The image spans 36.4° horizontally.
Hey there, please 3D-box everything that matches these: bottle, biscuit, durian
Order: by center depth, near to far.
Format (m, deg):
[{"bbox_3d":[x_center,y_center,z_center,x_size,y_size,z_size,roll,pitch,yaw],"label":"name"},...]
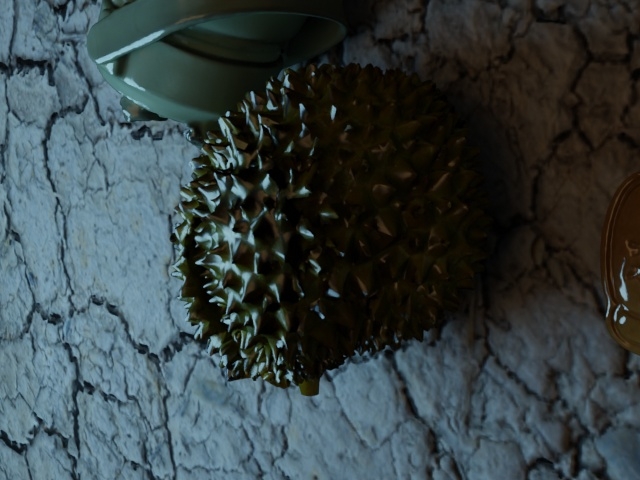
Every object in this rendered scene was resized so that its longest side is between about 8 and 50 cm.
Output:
[{"bbox_3d":[0.254,0.017,0.690,0.118,0.023,0.140,-4,92,43],"label":"biscuit"},{"bbox_3d":[-0.006,-0.010,0.789,0.293,0.258,0.258,-47,64,49],"label":"durian"},{"bbox_3d":[-0.080,-0.241,0.824,0.229,0.229,0.351,38,116,33],"label":"bottle"}]

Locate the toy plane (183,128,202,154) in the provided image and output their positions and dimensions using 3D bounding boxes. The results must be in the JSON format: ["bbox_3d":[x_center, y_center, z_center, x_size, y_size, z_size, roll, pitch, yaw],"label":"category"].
[{"bbox_3d":[-0.110,-0.163,0.980,0.078,0.053,0.197,4,95,22],"label":"toy plane"}]
